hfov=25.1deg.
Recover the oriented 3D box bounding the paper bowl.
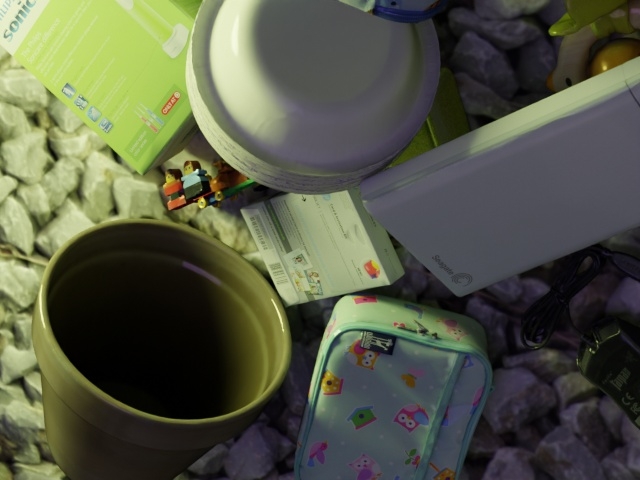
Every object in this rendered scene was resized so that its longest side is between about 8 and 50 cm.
[{"bbox_3d":[-0.005,-0.203,1.612,0.284,0.148,0.284,2,76,-9],"label":"paper bowl"}]

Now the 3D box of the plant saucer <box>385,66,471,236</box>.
[{"bbox_3d":[0.095,-0.095,1.751,0.188,0.045,0.188,-14,103,25],"label":"plant saucer"}]

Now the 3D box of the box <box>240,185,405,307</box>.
[{"bbox_3d":[0.000,0.000,1.796,0.186,0.038,0.145,-15,104,45],"label":"box"}]

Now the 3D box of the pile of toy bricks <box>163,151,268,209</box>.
[{"bbox_3d":[-0.109,-0.115,1.790,0.212,0.118,0.105,-21,79,37],"label":"pile of toy bricks"}]

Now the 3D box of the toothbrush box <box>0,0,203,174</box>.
[{"bbox_3d":[-0.242,-0.257,1.777,0.283,0.122,0.206,42,118,1],"label":"toothbrush box"}]

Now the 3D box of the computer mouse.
[{"bbox_3d":[0.381,0.115,1.715,0.262,0.060,0.184,37,122,18],"label":"computer mouse"}]

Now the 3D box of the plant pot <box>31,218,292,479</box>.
[{"bbox_3d":[-0.230,0.182,1.857,0.323,0.323,0.280,33,133,7],"label":"plant pot"}]

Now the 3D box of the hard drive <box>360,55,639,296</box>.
[{"bbox_3d":[0.254,-0.062,1.613,0.353,0.047,0.233,-23,139,24],"label":"hard drive"}]

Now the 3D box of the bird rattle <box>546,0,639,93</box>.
[{"bbox_3d":[0.363,-0.208,1.592,0.254,0.143,0.207,26,129,-4],"label":"bird rattle"}]

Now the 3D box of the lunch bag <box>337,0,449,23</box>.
[{"bbox_3d":[0.044,-0.355,1.545,0.303,0.243,0.115,25,133,12],"label":"lunch bag"}]

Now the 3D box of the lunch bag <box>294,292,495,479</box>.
[{"bbox_3d":[0.095,0.209,1.810,0.224,0.108,0.279,15,116,0],"label":"lunch bag"}]
